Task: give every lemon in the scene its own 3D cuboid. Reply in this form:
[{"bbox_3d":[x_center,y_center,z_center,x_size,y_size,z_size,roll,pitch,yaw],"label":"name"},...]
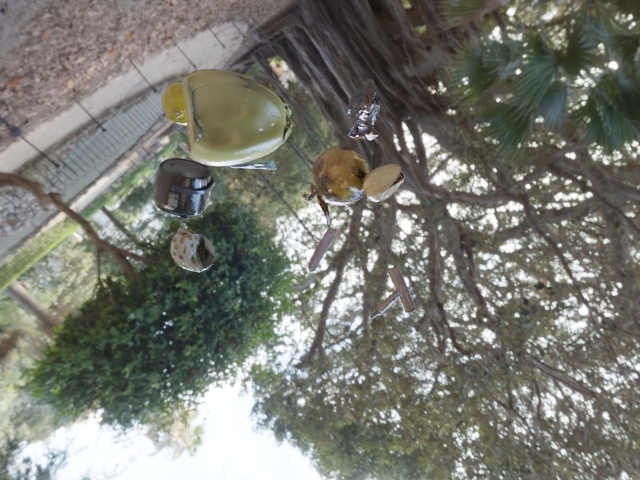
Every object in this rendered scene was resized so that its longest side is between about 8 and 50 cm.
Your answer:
[{"bbox_3d":[-0.591,-0.582,1.770,0.173,0.173,0.206,-30,-138,27],"label":"lemon"}]

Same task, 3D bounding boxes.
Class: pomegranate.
[{"bbox_3d":[0.103,-0.331,2.126,0.322,0.322,0.322,-35,-159,16],"label":"pomegranate"}]

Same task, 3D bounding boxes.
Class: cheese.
[{"bbox_3d":[-0.226,-0.349,1.169,0.315,0.260,0.128,-10,-166,-23],"label":"cheese"}]

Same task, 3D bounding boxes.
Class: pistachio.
[{"bbox_3d":[0.303,-0.280,1.987,0.229,0.157,0.157,-34,-162,-15],"label":"pistachio"}]

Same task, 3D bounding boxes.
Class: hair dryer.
[{"bbox_3d":[0.265,0.226,1.666,0.220,0.195,0.053,-21,177,-27],"label":"hair dryer"}]

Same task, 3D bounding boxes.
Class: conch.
[{"bbox_3d":[-0.625,0.040,1.983,0.182,0.275,0.149,-13,164,-36],"label":"conch"}]

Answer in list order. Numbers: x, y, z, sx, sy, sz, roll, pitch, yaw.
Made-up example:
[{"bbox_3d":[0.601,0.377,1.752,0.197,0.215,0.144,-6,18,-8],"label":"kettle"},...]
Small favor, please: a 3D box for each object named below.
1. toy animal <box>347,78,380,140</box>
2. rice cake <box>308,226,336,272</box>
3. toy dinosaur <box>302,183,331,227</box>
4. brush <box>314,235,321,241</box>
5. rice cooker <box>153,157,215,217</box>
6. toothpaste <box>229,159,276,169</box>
[{"bbox_3d":[0.160,-0.458,1.513,0.122,0.185,0.298,-3,178,2],"label":"toy animal"},{"bbox_3d":[0.003,0.037,1.491,0.047,0.036,0.207,-80,-164,-53],"label":"rice cake"},{"bbox_3d":[-0.004,-0.272,2.622,0.097,0.208,0.432,19,-77,56],"label":"toy dinosaur"},{"bbox_3d":[0.000,0.000,2.480,0.016,0.083,0.013,-57,164,9],"label":"brush"},{"bbox_3d":[-0.620,-0.233,1.877,0.267,0.267,0.224,-87,-168,-63],"label":"rice cooker"},{"bbox_3d":[-0.394,-0.426,2.309,0.296,0.075,0.048,5,-119,13],"label":"toothpaste"}]
